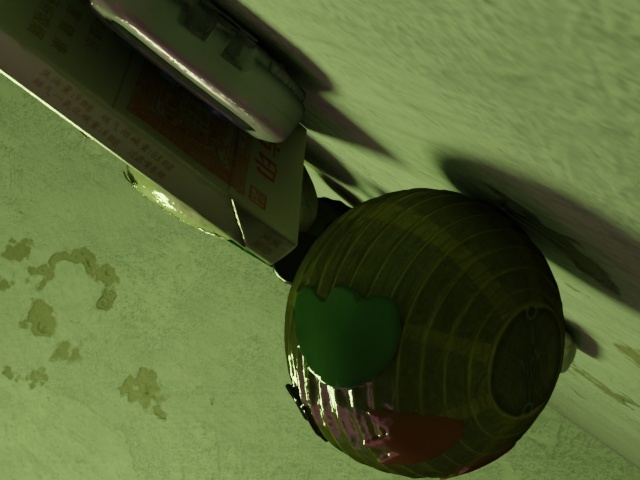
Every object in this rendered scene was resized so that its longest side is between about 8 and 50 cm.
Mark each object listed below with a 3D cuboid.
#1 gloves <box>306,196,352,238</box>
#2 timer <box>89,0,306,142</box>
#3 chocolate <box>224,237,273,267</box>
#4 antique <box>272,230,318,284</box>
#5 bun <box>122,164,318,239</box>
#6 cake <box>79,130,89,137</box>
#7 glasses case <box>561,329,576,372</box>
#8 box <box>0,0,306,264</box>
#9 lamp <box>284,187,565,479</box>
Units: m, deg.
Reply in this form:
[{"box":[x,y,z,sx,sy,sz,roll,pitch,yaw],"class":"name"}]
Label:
[{"box":[0.004,-0.013,1.581,0.135,0.107,0.268,5,180,38],"class":"gloves"},{"box":[-0.109,-0.168,0.927,0.208,0.069,0.191,38,179,-16],"class":"timer"},{"box":[-0.230,-0.125,2.154,0.360,0.161,0.341,38,176,-33],"class":"chocolate"},{"box":[0.109,0.080,1.364,0.322,0.185,0.255,32,171,16],"class":"antique"},{"box":[-0.124,-0.096,1.370,0.273,0.168,0.273,27,-170,-5],"class":"bun"},{"box":[-0.267,-0.201,1.105,0.135,0.098,0.287,-21,131,34],"class":"cake"},{"box":[0.287,0.130,1.322,0.081,0.051,0.204,34,177,17],"class":"glasses case"},{"box":[-0.163,-0.147,1.038,0.365,0.051,0.205,37,-147,-27],"class":"box"},{"box":[0.068,0.072,0.898,0.284,0.250,0.250,16,164,45],"class":"lamp"}]
